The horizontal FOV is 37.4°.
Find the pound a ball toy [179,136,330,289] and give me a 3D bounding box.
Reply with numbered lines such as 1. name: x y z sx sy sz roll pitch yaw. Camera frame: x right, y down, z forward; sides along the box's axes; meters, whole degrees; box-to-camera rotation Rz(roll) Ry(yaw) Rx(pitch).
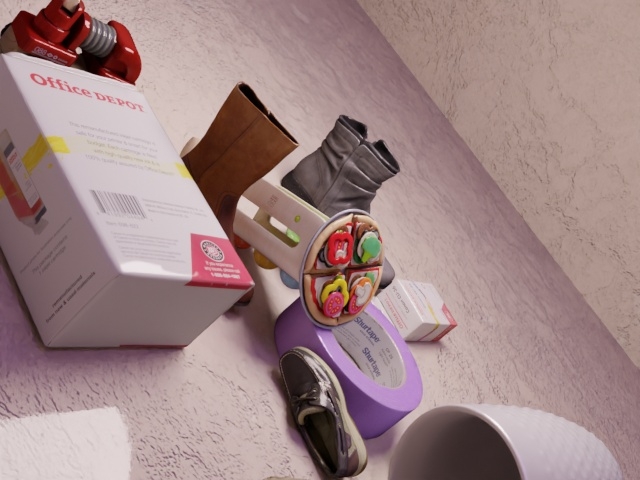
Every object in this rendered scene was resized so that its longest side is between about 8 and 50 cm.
1. pound a ball toy: -0.106 -0.034 1.615 0.319 0.136 0.208 34 5 41

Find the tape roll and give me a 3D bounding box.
1. tape roll: 0.051 0.202 1.633 0.274 0.090 0.275 38 26 -22

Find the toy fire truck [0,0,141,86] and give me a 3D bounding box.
1. toy fire truck: -0.384 -0.360 1.574 0.217 0.246 0.159 19 36 -47

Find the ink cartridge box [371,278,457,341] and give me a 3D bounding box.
1. ink cartridge box: 0.195 0.147 1.990 0.198 0.067 0.115 9 44 -55

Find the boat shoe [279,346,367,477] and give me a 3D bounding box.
1. boat shoe: -0.004 0.262 1.455 0.073 0.080 0.224 11 46 -61

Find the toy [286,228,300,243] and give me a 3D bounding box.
1. toy: 0.000 0.000 1.836 0.137 0.056 0.237 57 11 19

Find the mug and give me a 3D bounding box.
1. mug: 0.284 0.389 1.512 0.328 0.276 0.374 10 2 -40

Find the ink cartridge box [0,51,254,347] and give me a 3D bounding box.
1. ink cartridge box: -0.307 -0.050 1.323 0.279 0.160 0.385 9 44 -56

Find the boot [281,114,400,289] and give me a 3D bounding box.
1. boot: 0.088 -0.080 1.971 0.338 0.222 0.118 49 23 5

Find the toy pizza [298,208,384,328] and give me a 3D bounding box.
1. toy pizza: 0.044 0.049 1.530 0.032 0.201 0.201 18 0 41

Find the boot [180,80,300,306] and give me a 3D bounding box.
1. boot: -0.125 -0.067 1.511 0.264 0.280 0.096 55 25 18

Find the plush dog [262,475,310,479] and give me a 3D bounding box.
1. plush dog: -0.014 0.364 1.164 0.262 0.211 0.225 33 -5 -30
